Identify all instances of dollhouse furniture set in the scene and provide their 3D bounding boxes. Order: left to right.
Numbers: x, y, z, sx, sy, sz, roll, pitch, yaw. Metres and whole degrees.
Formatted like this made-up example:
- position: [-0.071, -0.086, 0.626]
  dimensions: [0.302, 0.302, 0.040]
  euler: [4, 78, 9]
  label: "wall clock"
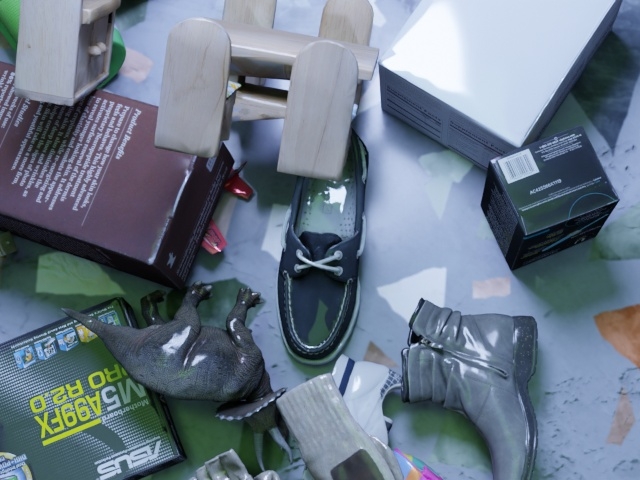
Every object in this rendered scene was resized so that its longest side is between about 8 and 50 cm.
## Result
- position: [-0.124, -0.270, 1.290]
  dimensions: [0.394, 0.362, 0.256]
  euler: [10, 111, 2]
  label: "dollhouse furniture set"

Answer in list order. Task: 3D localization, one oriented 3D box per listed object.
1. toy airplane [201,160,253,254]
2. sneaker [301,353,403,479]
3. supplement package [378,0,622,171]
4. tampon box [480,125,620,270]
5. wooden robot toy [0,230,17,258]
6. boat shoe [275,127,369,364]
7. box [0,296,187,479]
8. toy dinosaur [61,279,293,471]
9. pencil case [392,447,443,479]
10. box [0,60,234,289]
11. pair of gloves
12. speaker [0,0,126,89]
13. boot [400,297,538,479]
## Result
- position: [-0.154, -0.055, 1.462]
  dimensions: [0.151, 0.028, 0.151]
  euler: [-2, 72, 5]
  label: "toy airplane"
- position: [0.031, 0.256, 1.338]
  dimensions: [0.095, 0.090, 0.235]
  euler: [18, 78, -1]
  label: "sneaker"
- position: [0.226, -0.247, 1.426]
  dimensions: [0.204, 0.145, 0.262]
  euler: [33, 79, 12]
  label: "supplement package"
- position: [0.271, -0.048, 1.359]
  dimensions: [0.120, 0.161, 0.101]
  euler: [-21, 74, -3]
  label: "tampon box"
- position: [-0.475, 0.027, 1.423]
  dimensions: [0.173, 0.079, 0.076]
  euler: [-2, 101, 19]
  label: "wooden robot toy"
- position: [0.000, 0.000, 1.403]
  dimensions: [0.114, 0.091, 0.302]
  euler: [2, 75, 5]
  label: "boat shoe"
- position: [-0.327, 0.218, 1.385]
  dimensions: [0.270, 0.060, 0.216]
  euler: [-22, 74, -2]
  label: "box"
- position: [-0.151, 0.133, 1.327]
  dimensions: [0.314, 0.121, 0.160]
  euler: [24, 43, -15]
  label: "toy dinosaur"
- position: [0.059, 0.357, 1.298]
  dimensions: [0.104, 0.104, 0.236]
  euler: [33, 79, 12]
  label: "pencil case"
- position: [-0.323, -0.093, 1.414]
  dimensions: [0.381, 0.143, 0.191]
  euler: [18, 76, 16]
  label: "box"
- position: [-0.024, 0.290, 1.261]
  dimensions: [0.240, 0.042, 0.204]
  euler: [-39, 75, 9]
  label: "pair of gloves"
- position: [-0.385, -0.334, 1.506]
  dimensions: [0.131, 0.131, 0.296]
  euler: [-36, 75, -6]
  label: "speaker"
- position: [0.169, 0.193, 1.336]
  dimensions: [0.161, 0.083, 0.246]
  euler: [5, 67, -3]
  label: "boot"
